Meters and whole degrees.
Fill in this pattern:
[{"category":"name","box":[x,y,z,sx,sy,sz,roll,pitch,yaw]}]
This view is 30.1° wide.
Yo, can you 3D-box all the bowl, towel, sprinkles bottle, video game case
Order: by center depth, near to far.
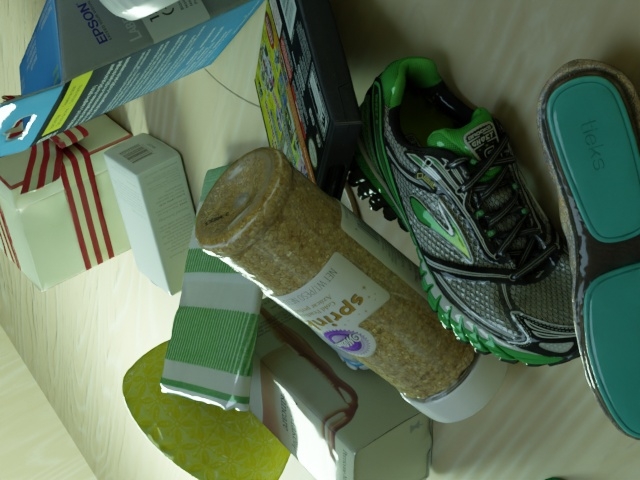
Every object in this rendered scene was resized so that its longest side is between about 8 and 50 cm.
[{"category":"sprinkles bottle","box":[0.039,0.052,1.193,0.355,0.121,0.121,38,167,-30]},{"category":"video game case","box":[-0.019,-0.151,1.265,0.248,0.035,0.274,105,155,-55]},{"category":"towel","box":[-0.125,0.056,1.581,0.248,0.038,0.324,-1,76,61]},{"category":"bowl","box":[-0.138,0.231,1.806,0.156,0.289,0.289,-52,60,15]}]

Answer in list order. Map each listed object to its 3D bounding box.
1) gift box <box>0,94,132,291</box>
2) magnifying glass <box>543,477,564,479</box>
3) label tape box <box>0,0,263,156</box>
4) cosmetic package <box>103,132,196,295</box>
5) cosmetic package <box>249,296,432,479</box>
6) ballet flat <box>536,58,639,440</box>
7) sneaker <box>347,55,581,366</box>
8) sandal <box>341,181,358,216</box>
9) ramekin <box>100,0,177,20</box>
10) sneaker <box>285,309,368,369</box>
[{"category":"gift box","box":[-0.460,-0.092,1.999,0.255,0.276,0.258,32,140,39]},{"category":"magnifying glass","box":[0.258,0.339,1.374,0.092,0.026,0.231,53,151,18]},{"category":"label tape box","box":[-0.256,-0.228,1.387,0.115,0.348,0.249,62,154,1]},{"category":"cosmetic package","box":[-0.256,-0.041,1.881,0.117,0.085,0.231,33,144,46]},{"category":"cosmetic package","box":[0.005,0.211,1.589,0.296,0.129,0.153,38,144,39]},{"category":"ballet flat","box":[0.249,0.004,0.970,0.106,0.108,0.315,-51,-50,-73]},{"category":"sneaker","box":[0.139,-0.028,1.102,0.343,0.134,0.146,51,152,24]},{"category":"sandal","box":[0.003,0.000,1.442,0.088,0.079,0.240,-1,114,62]},{"category":"ramekin","box":[-0.136,-0.329,1.184,0.127,0.273,0.273,57,157,-20]},{"category":"sneaker","box":[0.001,0.083,1.515,0.191,0.071,0.083,39,177,27]}]
